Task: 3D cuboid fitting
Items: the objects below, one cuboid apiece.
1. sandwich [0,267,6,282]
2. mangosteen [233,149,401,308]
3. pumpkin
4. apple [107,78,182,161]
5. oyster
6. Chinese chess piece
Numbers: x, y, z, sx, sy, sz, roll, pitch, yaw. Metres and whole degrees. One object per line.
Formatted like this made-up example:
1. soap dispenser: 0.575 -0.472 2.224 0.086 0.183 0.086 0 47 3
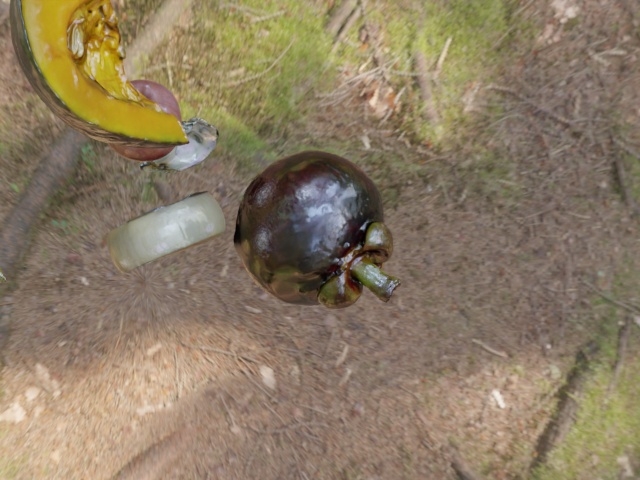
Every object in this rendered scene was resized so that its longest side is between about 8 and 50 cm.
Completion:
1. sandwich: -0.699 0.029 1.872 0.116 0.074 0.074 39 63 -25
2. mangosteen: -0.014 -0.008 1.626 0.297 0.297 0.293 -1 56 -11
3. pumpkin: -0.301 -0.203 1.041 0.169 0.148 0.312 -52 127 -42
4. apple: -0.334 -0.227 1.657 0.153 0.120 0.153 2 67 -4
5. oyster: -0.314 -0.208 1.931 0.191 0.163 0.081 -27 66 -3
6. Chinese chess piece: -0.322 -0.017 1.855 0.249 0.250 0.103 -22 92 -11
